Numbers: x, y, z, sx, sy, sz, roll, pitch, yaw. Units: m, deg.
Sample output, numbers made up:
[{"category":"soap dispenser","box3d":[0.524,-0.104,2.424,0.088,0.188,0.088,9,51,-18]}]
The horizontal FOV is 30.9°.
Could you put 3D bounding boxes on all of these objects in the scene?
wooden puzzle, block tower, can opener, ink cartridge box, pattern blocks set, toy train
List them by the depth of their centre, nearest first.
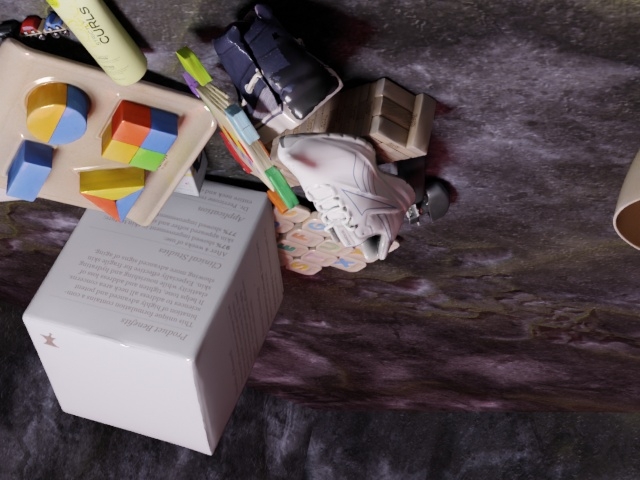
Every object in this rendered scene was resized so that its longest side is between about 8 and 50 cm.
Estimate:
[{"category":"pattern blocks set","box3d":[-0.117,-0.155,1.651,0.285,0.026,0.325,59,174,-37]},{"category":"toy train","box3d":[-0.418,-0.311,1.693,0.158,0.027,0.036,0,148,35]},{"category":"block tower","box3d":[0.021,-0.158,1.761,0.097,0.091,0.335,25,158,-36]},{"category":"wooden puzzle","box3d":[-0.380,-0.145,1.844,0.347,0.081,0.322,17,138,-24]},{"category":"can opener","box3d":[0.157,-0.102,1.910,0.093,0.074,0.280,-24,160,1]},{"category":"ink cartridge box","box3d":[-0.274,-0.149,2.016,0.127,0.072,0.175,11,163,5]}]

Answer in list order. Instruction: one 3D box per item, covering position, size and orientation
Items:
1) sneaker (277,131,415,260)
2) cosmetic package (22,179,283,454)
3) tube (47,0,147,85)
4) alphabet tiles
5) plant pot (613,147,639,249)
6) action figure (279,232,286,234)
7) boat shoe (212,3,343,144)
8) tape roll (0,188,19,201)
[{"category":"sneaker","box3d":[0.040,-0.066,1.673,0.111,0.129,0.297,-1,157,39]},{"category":"cosmetic package","box3d":[-0.294,0.121,2.176,0.329,0.394,0.327,14,143,14]},{"category":"tube","box3d":[-0.318,-0.302,1.605,0.070,0.062,0.240,-31,149,1]},{"category":"alphabet tiles","box3d":[0.000,0.000,2.276,0.278,0.021,0.284,20,149,-28]},{"category":"plant pot","box3d":[0.525,-0.093,1.456,0.284,0.191,0.284,12,162,4]},{"category":"action figure","box3d":[-0.172,-0.035,2.324,0.232,0.064,0.137,15,155,-13]},{"category":"boat shoe","box3d":[-0.074,-0.233,1.595,0.158,0.127,0.340,49,169,-8]},{"category":"tape roll","box3d":[-0.600,-0.159,2.043,0.391,0.072,0.392,-4,164,-1]}]
